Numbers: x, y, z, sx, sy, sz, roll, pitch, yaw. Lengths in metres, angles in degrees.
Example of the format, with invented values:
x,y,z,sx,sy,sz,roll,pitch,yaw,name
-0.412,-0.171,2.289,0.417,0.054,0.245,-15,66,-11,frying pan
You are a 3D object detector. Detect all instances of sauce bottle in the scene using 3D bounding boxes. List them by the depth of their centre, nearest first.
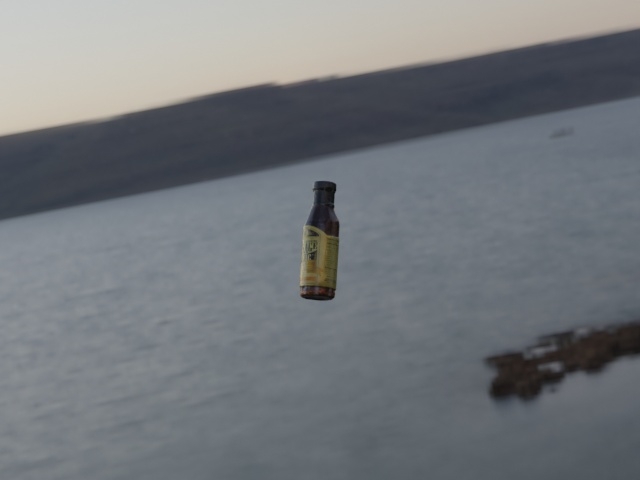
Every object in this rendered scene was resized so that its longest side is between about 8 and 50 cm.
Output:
x,y,z,sx,sy,sz,roll,pitch,yaw,name
0.000,0.000,1.450,0.042,0.128,0.042,3,-12,1,sauce bottle
